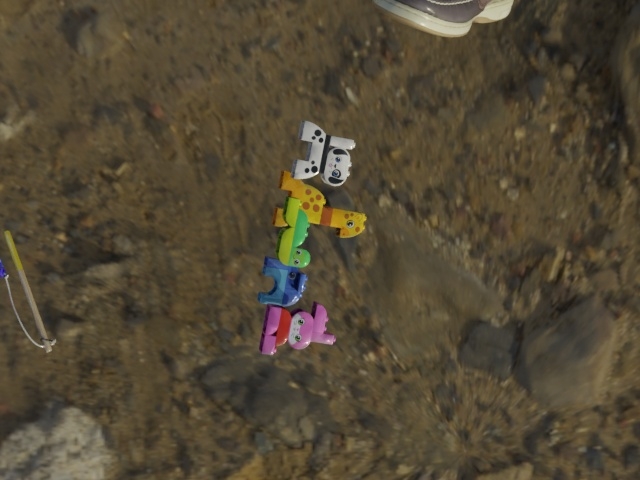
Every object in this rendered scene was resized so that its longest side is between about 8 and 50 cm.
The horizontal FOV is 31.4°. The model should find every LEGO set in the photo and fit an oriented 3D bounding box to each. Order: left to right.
[{"bbox_3d":[0.000,0.000,1.134,0.093,0.087,0.227,10,95,-13],"label":"LEGO set"}]

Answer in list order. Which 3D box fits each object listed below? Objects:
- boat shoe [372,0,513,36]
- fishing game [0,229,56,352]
[{"bbox_3d":[0.146,-0.281,1.211,0.103,0.285,0.092,32,118,20],"label":"boat shoe"},{"bbox_3d":[-0.406,0.075,1.111,0.264,0.041,0.189,-23,87,-38],"label":"fishing game"}]
